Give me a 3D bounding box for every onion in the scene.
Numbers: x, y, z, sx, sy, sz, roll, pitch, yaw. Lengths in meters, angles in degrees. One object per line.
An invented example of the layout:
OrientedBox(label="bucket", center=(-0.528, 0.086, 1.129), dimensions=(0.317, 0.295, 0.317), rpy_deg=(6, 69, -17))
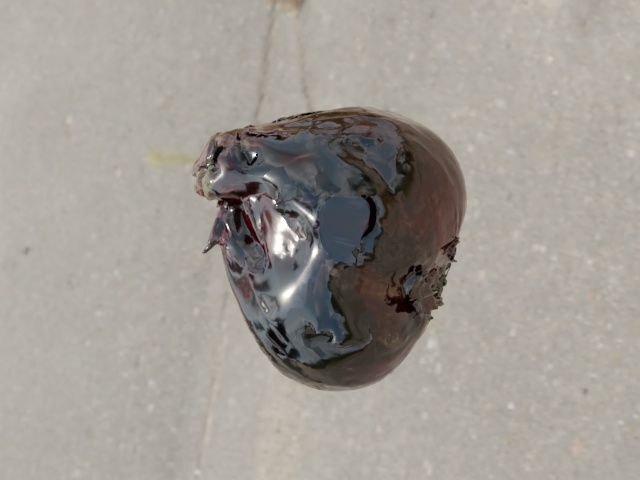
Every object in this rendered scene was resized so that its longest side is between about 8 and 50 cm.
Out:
OrientedBox(label="onion", center=(0.019, 0.007, 1.331), dimensions=(0.221, 0.281, 0.281), rpy_deg=(-142, 68, -80))
